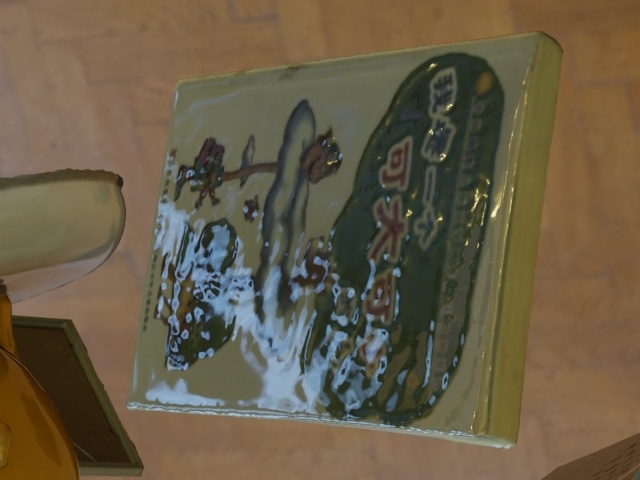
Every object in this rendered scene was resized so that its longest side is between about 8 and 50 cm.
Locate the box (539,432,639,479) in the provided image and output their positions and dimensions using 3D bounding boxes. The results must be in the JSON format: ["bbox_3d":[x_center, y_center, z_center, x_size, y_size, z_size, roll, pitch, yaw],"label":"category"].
[{"bbox_3d":[0.217,0.185,1.260,0.047,0.180,0.325,58,146,4],"label":"box"}]

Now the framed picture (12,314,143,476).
[{"bbox_3d":[-0.289,0.142,1.647,0.250,0.184,0.016,53,130,48],"label":"framed picture"}]

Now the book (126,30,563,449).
[{"bbox_3d":[0.000,0.000,1.184,0.371,0.043,0.260,-2,77,47],"label":"book"}]

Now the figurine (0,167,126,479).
[{"bbox_3d":[-0.169,0.076,0.563,0.250,0.166,0.141,-17,85,12],"label":"figurine"}]

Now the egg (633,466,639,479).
[{"bbox_3d":[0.189,0.181,0.408,0.276,0.276,0.389,-7,104,28],"label":"egg"}]
